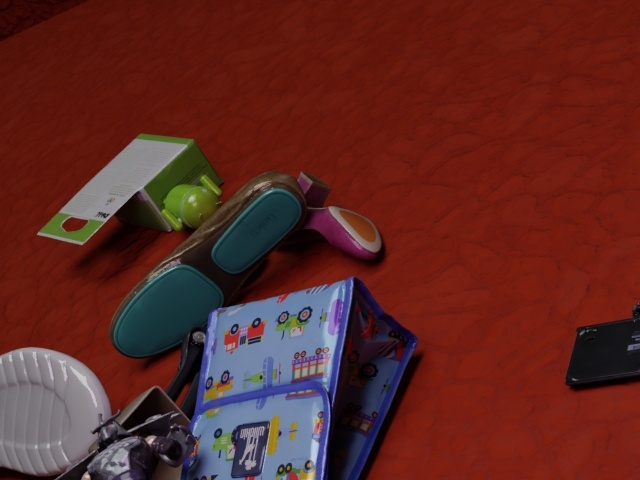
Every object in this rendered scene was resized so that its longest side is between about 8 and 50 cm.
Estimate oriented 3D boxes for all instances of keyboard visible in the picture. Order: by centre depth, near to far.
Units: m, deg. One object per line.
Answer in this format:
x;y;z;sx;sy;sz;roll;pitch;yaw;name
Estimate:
0.338;0.099;1.524;0.180;0.023;0.108;-13;39;35;keyboard

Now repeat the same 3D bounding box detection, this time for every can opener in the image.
-0.167;0.181;1.940;0.059;0.073;0.186;14;43;5;can opener

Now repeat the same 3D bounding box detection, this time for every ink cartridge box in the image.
-0.315;-0.056;2.464;0.255;0.097;0.189;-46;28;-21;ink cartridge box

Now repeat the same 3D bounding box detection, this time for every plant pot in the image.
-0.217;0.253;1.811;0.109;0.109;0.096;-48;17;-29;plant pot

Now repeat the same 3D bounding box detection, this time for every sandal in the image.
-0.408;0.234;2.048;0.416;0.169;0.102;-10;-6;41;sandal

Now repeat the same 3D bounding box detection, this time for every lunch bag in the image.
-0.042;0.211;1.683;0.221;0.138;0.293;-15;45;36;lunch bag

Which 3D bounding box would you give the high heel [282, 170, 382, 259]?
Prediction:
0.000;0.000;2.056;0.244;0.082;0.117;43;110;50;high heel

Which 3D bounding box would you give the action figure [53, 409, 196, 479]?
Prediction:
-0.204;0.285;1.632;0.185;0.099;0.285;-38;43;10;action figure

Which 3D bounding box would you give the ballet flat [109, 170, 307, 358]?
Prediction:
-0.157;0.025;2.082;0.342;0.116;0.124;-45;21;11;ballet flat

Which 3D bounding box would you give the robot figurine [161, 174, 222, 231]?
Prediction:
-0.200;-0.053;2.355;0.101;0.067;0.115;-40;26;-23;robot figurine
